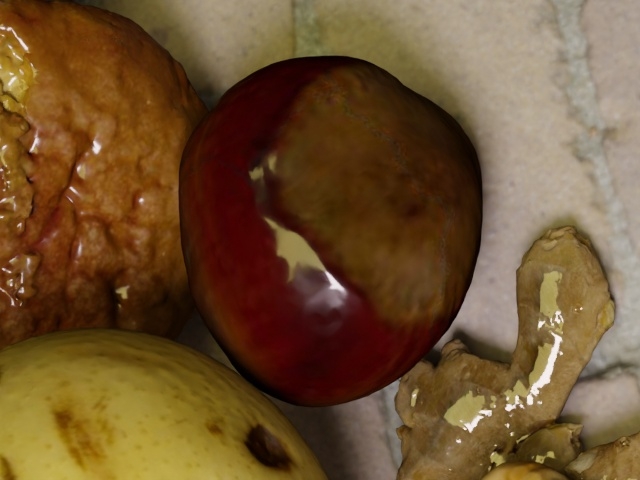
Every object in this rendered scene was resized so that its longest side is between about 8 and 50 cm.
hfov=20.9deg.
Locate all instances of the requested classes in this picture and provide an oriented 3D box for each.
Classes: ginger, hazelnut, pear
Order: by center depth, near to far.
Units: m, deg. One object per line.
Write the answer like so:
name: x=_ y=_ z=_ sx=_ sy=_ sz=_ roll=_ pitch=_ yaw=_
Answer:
pear: x=-0.140 y=0.233 z=1.078 sx=0.348 sy=0.348 sz=0.348 roll=-2 pitch=85 yaw=28
ginger: x=0.235 y=0.172 z=1.090 sx=0.165 sy=0.067 sz=0.096 roll=27 pitch=112 yaw=17
hazelnut: x=0.000 y=0.000 z=1.149 sx=0.230 sy=0.229 sz=0.229 roll=-2 pitch=85 yaw=28
ginger: x=0.119 y=0.089 z=1.162 sx=0.133 sy=0.059 sz=0.214 roll=13 pitch=94 yaw=24

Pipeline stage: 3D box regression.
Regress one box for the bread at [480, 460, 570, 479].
bread: x=0.199 y=0.268 z=1.042 sx=0.311 sy=0.121 sz=0.172 roll=32 pitch=144 yaw=28

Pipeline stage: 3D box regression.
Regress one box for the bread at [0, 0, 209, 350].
bread: x=-0.219 y=-0.027 z=1.216 sx=0.172 sy=0.312 sz=0.312 roll=14 pitch=93 yaw=52
